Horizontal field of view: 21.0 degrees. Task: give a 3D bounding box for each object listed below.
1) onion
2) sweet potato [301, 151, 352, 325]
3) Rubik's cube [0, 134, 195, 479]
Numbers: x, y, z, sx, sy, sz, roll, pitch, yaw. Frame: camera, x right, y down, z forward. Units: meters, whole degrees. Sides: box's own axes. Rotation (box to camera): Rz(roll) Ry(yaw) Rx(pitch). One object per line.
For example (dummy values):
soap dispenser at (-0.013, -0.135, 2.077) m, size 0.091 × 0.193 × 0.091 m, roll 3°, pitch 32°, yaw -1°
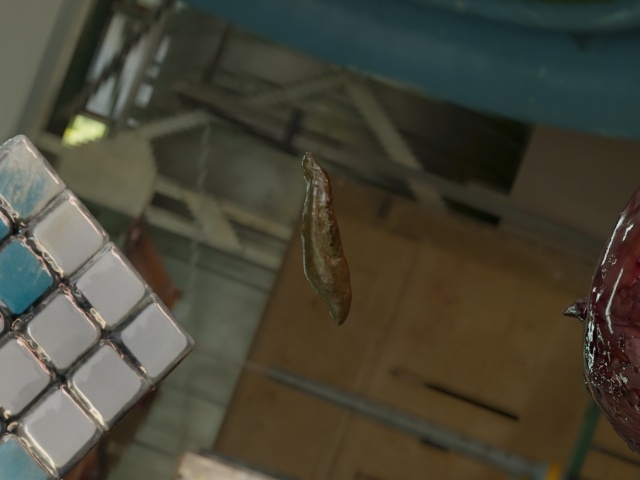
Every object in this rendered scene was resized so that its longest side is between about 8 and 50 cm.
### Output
onion at (0.288, 0.050, 1.143) m, size 0.252 × 0.219 × 0.252 m, roll -48°, pitch -26°, yaw -34°
sweet potato at (0.001, -0.001, 1.485) m, size 0.041 × 0.038 × 0.153 m, roll 178°, pitch 82°, yaw -78°
Rubik's cube at (-0.317, 0.095, 1.553) m, size 0.259 × 0.256 × 0.253 m, roll -47°, pitch 15°, yaw -28°
